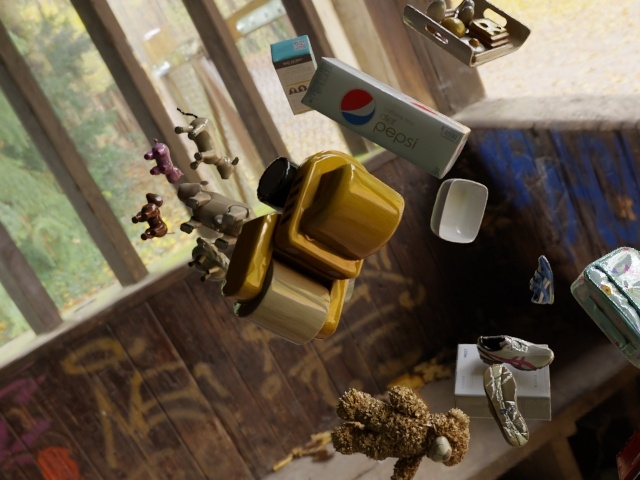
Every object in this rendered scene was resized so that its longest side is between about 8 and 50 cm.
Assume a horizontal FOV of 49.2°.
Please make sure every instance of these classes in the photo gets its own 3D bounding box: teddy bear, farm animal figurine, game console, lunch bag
[{"bbox_3d":[0.191,0.470,1.692,0.245,0.338,0.113,-64,-6,2],"label":"teddy bear"},{"bbox_3d":[-0.279,-0.108,1.699,0.330,0.327,0.172,-52,-4,27],"label":"farm animal figurine"},{"bbox_3d":[0.644,0.403,1.349,0.085,0.144,0.124,20,31,5],"label":"game console"},{"bbox_3d":[0.750,0.159,1.662,0.224,0.279,0.108,-19,-31,-31],"label":"lunch bag"}]

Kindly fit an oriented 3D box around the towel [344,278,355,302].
[{"bbox_3d":[0.028,0.115,1.649,0.113,0.152,0.023,-21,58,-18],"label":"towel"}]

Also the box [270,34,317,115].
[{"bbox_3d":[-0.053,-0.426,1.831,0.100,0.060,0.244,-12,-25,6],"label":"box"}]

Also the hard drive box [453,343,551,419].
[{"bbox_3d":[0.466,0.359,1.794,0.232,0.089,0.181,-1,37,17],"label":"hard drive box"}]

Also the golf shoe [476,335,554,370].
[{"bbox_3d":[0.480,0.276,1.735,0.186,0.086,0.067,0,51,25],"label":"golf shoe"}]

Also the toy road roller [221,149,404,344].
[{"bbox_3d":[0.000,0.000,1.196,0.240,0.202,0.329,-13,54,53],"label":"toy road roller"}]

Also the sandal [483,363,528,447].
[{"bbox_3d":[0.388,0.353,1.489,0.072,0.180,0.049,-6,-28,-14],"label":"sandal"}]

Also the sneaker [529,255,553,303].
[{"bbox_3d":[0.615,0.114,1.952,0.059,0.144,0.053,-7,16,7],"label":"sneaker"}]

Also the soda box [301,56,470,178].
[{"bbox_3d":[0.089,-0.166,0.936,0.069,0.216,0.074,-63,-10,20],"label":"soda box"}]

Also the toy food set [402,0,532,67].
[{"bbox_3d":[0.378,-0.555,1.779,0.306,0.220,0.092,-28,-29,-40],"label":"toy food set"}]

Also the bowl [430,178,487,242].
[{"bbox_3d":[0.308,-0.069,1.589,0.142,0.142,0.053,8,8,-40],"label":"bowl"}]
